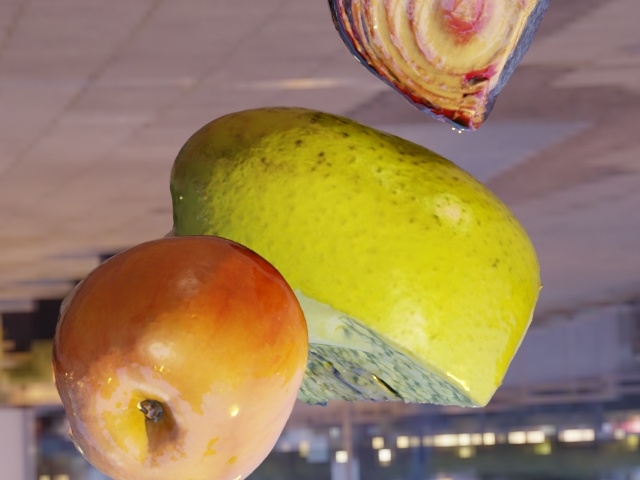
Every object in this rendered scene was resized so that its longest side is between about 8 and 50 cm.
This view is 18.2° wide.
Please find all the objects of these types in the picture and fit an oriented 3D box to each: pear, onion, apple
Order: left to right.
[{"bbox_3d":[-0.097,0.091,1.382,0.199,0.199,0.199,-2,174,0],"label":"apple"},{"bbox_3d":[0.000,0.000,1.795,0.318,0.238,0.342,35,160,-24],"label":"pear"},{"bbox_3d":[0.117,-0.249,1.914,0.207,0.216,0.206,30,-158,3],"label":"onion"}]
